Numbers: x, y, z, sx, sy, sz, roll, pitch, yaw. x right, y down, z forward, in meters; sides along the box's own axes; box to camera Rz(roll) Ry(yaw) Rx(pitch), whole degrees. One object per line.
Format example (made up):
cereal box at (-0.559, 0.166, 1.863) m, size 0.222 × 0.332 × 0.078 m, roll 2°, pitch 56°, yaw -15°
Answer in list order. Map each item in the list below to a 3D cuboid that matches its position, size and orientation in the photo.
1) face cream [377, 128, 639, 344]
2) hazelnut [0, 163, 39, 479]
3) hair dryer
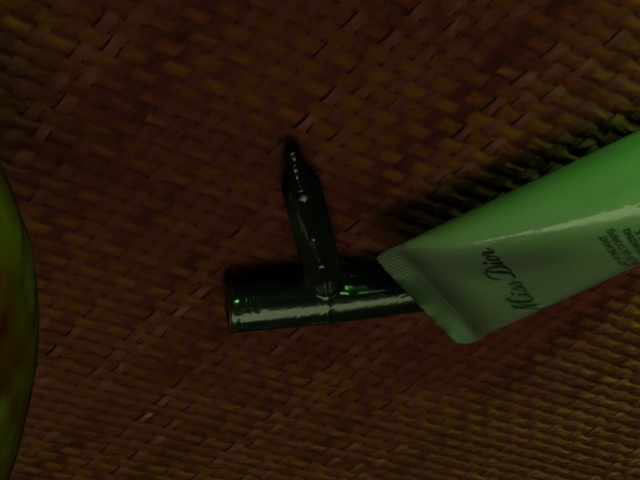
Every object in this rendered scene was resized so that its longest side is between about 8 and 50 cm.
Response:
face cream at (0.208, -0.019, 1.060) m, size 0.314 × 0.089 × 0.143 m, roll -26°, pitch 137°, yaw 22°
hazelnut at (-0.377, 0.039, 0.781) m, size 0.402 × 0.402 × 0.429 m, roll -23°, pitch 147°, yaw 16°
hair dryer at (0.014, -0.005, 1.071) m, size 0.173 × 0.050 × 0.195 m, roll -6°, pitch 140°, yaw -10°
